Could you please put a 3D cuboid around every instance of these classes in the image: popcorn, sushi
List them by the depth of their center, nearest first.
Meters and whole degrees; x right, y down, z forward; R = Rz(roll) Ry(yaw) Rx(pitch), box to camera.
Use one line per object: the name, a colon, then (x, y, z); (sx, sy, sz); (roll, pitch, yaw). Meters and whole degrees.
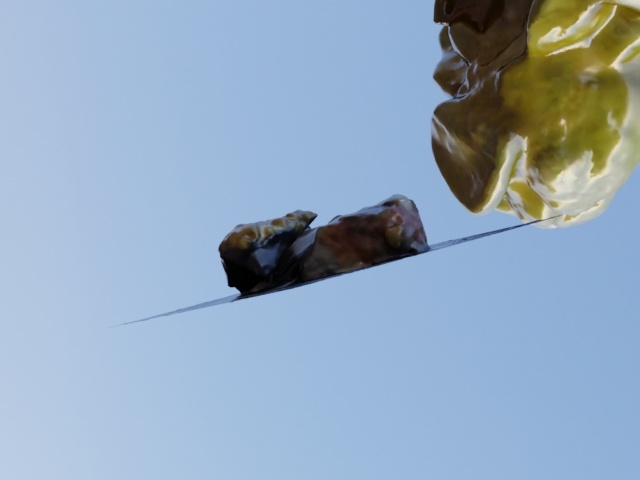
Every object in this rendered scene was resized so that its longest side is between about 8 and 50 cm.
sushi: (0.000, 0.000, 0.644); (0.210, 0.193, 0.040); (-15, -91, 58)
popcorn: (0.250, -0.176, 1.136); (0.292, 0.294, 0.334); (-134, -142, -54)
